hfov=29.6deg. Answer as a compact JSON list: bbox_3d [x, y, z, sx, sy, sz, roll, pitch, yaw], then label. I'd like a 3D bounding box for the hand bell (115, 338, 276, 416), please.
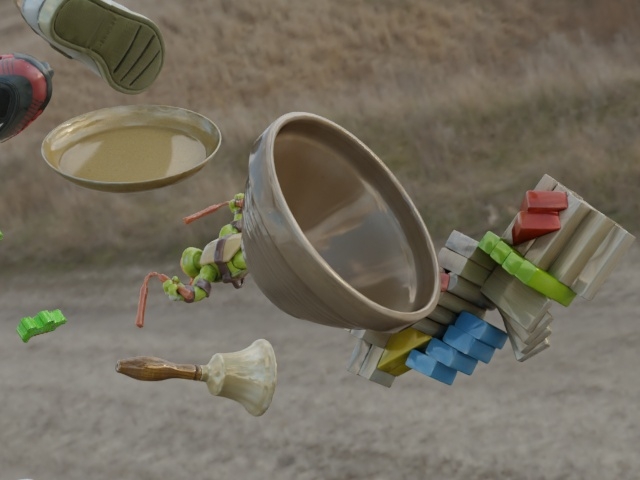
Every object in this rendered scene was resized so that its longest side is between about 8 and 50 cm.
[{"bbox_3d":[-0.203,0.208,1.897,0.242,0.126,0.126,7,3,-28],"label":"hand bell"}]

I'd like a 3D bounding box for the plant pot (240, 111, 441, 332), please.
[{"bbox_3d":[0.000,0.000,1.182,0.110,0.237,0.237,-36,6,29],"label":"plant pot"}]

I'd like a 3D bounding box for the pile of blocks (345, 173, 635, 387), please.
[{"bbox_3d":[0.155,0.063,1.304,0.362,0.113,0.149,-38,49,26],"label":"pile of blocks"}]

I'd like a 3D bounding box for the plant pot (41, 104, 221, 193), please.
[{"bbox_3d":[-0.250,-0.119,1.612,0.236,0.032,0.236,-1,30,0],"label":"plant pot"}]

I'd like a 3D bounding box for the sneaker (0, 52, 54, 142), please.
[{"bbox_3d":[-0.442,-0.133,1.430,0.276,0.097,0.135,-23,18,12],"label":"sneaker"}]

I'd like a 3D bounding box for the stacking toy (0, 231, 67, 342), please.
[{"bbox_3d":[-0.427,0.071,1.378,0.221,0.167,0.052,-19,-31,-38],"label":"stacking toy"}]

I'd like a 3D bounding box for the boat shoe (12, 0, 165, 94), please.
[{"bbox_3d":[-0.316,-0.295,1.677,0.113,0.103,0.302,-55,-22,-1],"label":"boat shoe"}]

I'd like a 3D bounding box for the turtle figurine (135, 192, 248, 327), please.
[{"bbox_3d":[-0.117,0.025,1.595,0.217,0.087,0.269,-14,27,36],"label":"turtle figurine"}]

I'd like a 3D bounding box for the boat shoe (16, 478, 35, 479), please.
[{"bbox_3d":[-0.416,0.450,1.536,0.109,0.302,0.094,22,9,-5],"label":"boat shoe"}]
